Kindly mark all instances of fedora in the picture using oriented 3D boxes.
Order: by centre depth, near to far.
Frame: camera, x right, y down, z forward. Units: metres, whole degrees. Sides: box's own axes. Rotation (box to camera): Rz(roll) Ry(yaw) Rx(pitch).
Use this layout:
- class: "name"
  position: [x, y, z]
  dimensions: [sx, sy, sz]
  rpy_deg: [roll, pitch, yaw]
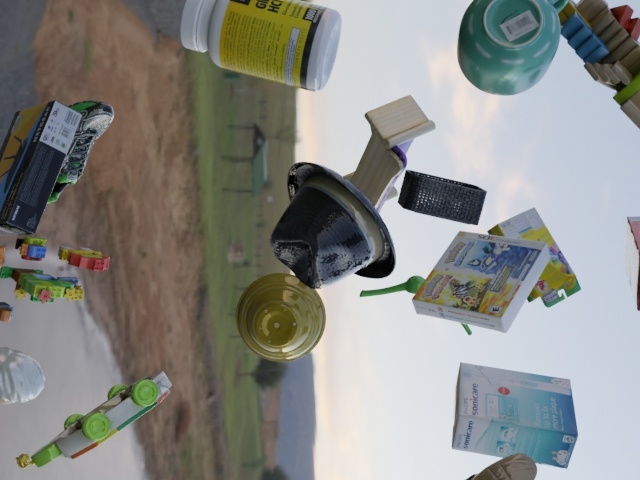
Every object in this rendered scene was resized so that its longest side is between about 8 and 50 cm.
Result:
- class: "fedora"
  position: [0.000, 0.000, 1.648]
  dimensions: [0.334, 0.152, 0.334]
  rpy_deg: [39, -21, 18]

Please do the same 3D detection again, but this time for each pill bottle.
- class: "pill bottle"
  position: [-0.134, -0.463, 1.821]
  dimensions: [0.188, 0.334, 0.187]
  rpy_deg: [16, 90, -84]

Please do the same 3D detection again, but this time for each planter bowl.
- class: "planter bowl"
  position: [-0.097, 0.190, 1.892]
  dimensions: [0.090, 0.217, 0.217]
  rpy_deg: [-63, 152, -82]

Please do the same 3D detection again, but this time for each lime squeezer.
- class: "lime squeezer"
  position: [0.262, 0.150, 2.025]
  dimensions: [0.059, 0.311, 0.109]
  rpy_deg: [-103, -146, -73]

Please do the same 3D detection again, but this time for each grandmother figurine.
- class: "grandmother figurine"
  position: [-0.594, 0.240, 1.294]
  dimensions: [0.207, 0.343, 0.104]
  rpy_deg: [-83, 155, -47]

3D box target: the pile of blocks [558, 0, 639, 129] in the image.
- class: "pile of blocks"
  position: [0.538, -0.347, 1.458]
  dimensions: [0.112, 0.149, 0.362]
  rpy_deg: [-44, -117, 30]

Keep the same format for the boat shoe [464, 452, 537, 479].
- class: "boat shoe"
  position: [0.357, 0.568, 1.814]
  dimensions: [0.103, 0.285, 0.092]
  rpy_deg: [46, 6, -2]

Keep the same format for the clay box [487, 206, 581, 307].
- class: "clay box"
  position: [0.496, 0.045, 1.875]
  dimensions: [0.222, 0.128, 0.053]
  rpy_deg: [63, -28, 10]

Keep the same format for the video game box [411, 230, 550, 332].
- class: "video game box"
  position: [0.299, 0.070, 1.504]
  dimensions: [0.205, 0.187, 0.048]
  rpy_deg: [-51, 131, -33]

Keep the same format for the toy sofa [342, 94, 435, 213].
- class: "toy sofa"
  position: [0.180, -0.200, 2.148]
  dimensions: [0.177, 0.150, 0.362]
  rpy_deg: [58, -24, 18]

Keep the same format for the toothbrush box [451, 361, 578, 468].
- class: "toothbrush box"
  position: [0.493, 0.446, 2.087]
  dimensions: [0.216, 0.296, 0.126]
  rpy_deg: [-70, 166, -58]

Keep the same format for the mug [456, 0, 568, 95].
- class: "mug"
  position: [0.248, -0.278, 1.054]
  dimensions: [0.097, 0.130, 0.157]
  rpy_deg: [57, 49, -78]

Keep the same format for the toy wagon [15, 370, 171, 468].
- class: "toy wagon"
  position: [-0.489, 0.396, 1.755]
  dimensions: [0.068, 0.344, 0.267]
  rpy_deg: [58, -28, -4]

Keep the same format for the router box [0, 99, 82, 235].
- class: "router box"
  position: [-0.402, -0.095, 1.100]
  dimensions: [0.133, 0.046, 0.178]
  rpy_deg: [-2, -114, 47]

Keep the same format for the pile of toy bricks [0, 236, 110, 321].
- class: "pile of toy bricks"
  position: [-0.392, 0.060, 1.117]
  dimensions: [0.105, 0.212, 0.118]
  rpy_deg: [20, -80, 44]

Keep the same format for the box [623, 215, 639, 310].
- class: "box"
  position: [0.711, 0.044, 1.679]
  dimensions: [0.257, 0.128, 0.122]
  rpy_deg: [-57, 145, -66]

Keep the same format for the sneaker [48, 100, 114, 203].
- class: "sneaker"
  position: [-0.659, -0.233, 2.165]
  dimensions: [0.134, 0.343, 0.146]
  rpy_deg: [13, 37, -54]

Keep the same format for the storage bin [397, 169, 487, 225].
- class: "storage bin"
  position: [0.279, -0.100, 1.869]
  dimensions: [0.122, 0.180, 0.084]
  rpy_deg: [-106, -152, -78]
